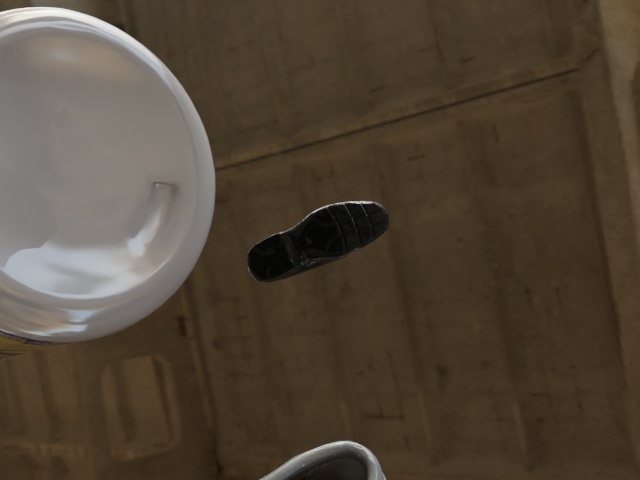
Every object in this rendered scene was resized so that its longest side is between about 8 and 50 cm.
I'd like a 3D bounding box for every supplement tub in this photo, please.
[{"bbox_3d":[-0.261,-0.025,0.835,0.331,0.241,0.241,-17,-98,54],"label":"supplement tub"}]

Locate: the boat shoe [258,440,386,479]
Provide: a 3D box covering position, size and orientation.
[{"bbox_3d":[-0.079,0.186,0.362,0.118,0.320,0.103,30,-52,26],"label":"boat shoe"}]

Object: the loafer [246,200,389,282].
[{"bbox_3d":[0.000,0.000,1.174,0.170,0.061,0.062,-19,-99,10],"label":"loafer"}]
